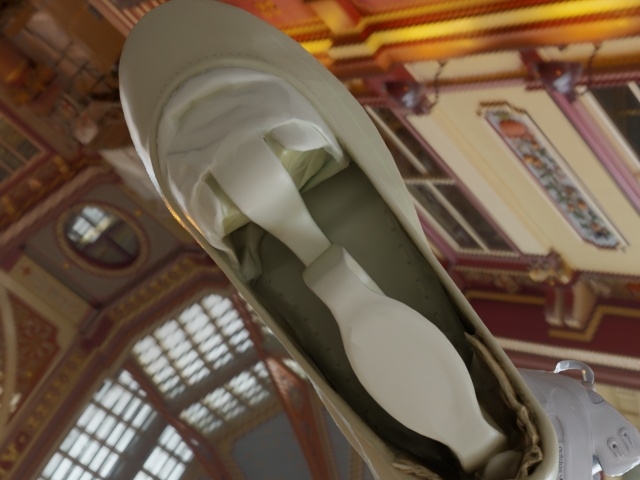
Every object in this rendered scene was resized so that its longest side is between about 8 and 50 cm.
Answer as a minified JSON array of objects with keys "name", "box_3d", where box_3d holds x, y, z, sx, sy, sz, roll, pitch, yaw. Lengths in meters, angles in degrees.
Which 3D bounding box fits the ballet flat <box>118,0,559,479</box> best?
[{"name":"ballet flat","box_3d":[0.000,0.000,0.392,0.086,0.248,0.086,-37,169,-8]}]

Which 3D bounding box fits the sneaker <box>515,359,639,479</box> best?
[{"name":"sneaker","box_3d":[0.241,0.288,1.119,0.137,0.210,0.366,118,-36,-59]}]
